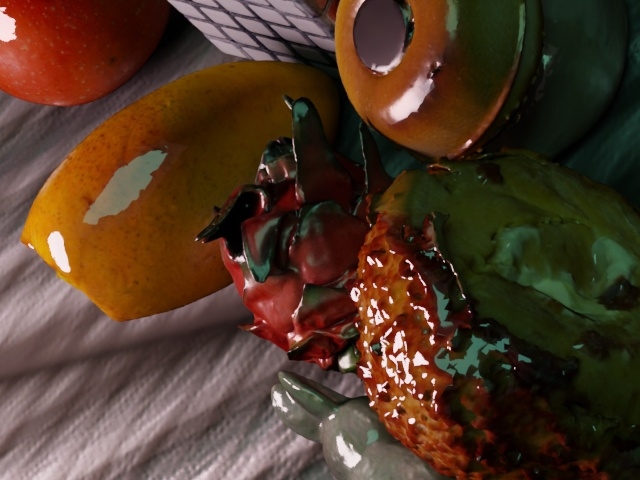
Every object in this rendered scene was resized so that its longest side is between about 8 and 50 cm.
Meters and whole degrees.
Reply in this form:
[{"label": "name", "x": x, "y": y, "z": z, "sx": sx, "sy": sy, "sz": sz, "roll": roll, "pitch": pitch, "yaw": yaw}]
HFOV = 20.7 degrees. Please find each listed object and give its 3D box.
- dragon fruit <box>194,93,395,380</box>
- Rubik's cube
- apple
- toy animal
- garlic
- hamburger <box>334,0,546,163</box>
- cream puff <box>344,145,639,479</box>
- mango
[{"label": "dragon fruit", "x": 0.000, "y": 0.000, "z": 1.636, "sx": 0.192, "sy": 0.193, "sz": 0.274, "roll": -18, "pitch": 84, "yaw": 14}, {"label": "Rubik's cube", "x": -0.021, "y": -0.314, "z": 1.754, "sx": 0.237, "sy": 0.238, "sz": 0.237, "roll": 16, "pitch": 78, "yaw": 33}, {"label": "apple", "x": -0.286, "y": -0.280, "z": 1.878, "sx": 0.260, "sy": 0.216, "sz": 0.260, "roll": -8, "pitch": 66, "yaw": 18}, {"label": "toy animal", "x": 0.059, "y": 0.198, "z": 1.577, "sx": 0.127, "sy": 0.125, "sz": 0.251, "roll": -50, "pitch": 60, "yaw": 20}, {"label": "garlic", "x": 0.220, "y": -0.215, "z": 1.700, "sx": 0.143, "sy": 0.112, "sz": 0.318, "roll": -7, "pitch": 56, "yaw": 25}, {"label": "hamburger", "x": 0.112, "y": -0.181, "z": 1.591, "sx": 0.237, "sy": 0.147, "sz": 0.236, "roll": 0, "pitch": 90, "yaw": 54}, {"label": "cream puff", "x": 0.175, "y": 0.089, "z": 1.489, "sx": 0.350, "sy": 0.350, "sz": 0.228, "roll": 56, "pitch": 137, "yaw": 30}, {"label": "mango", "x": -0.121, "y": -0.058, "z": 1.742, "sx": 0.350, "sy": 0.199, "sz": 0.201, "roll": -37, "pitch": 86, "yaw": -9}]
